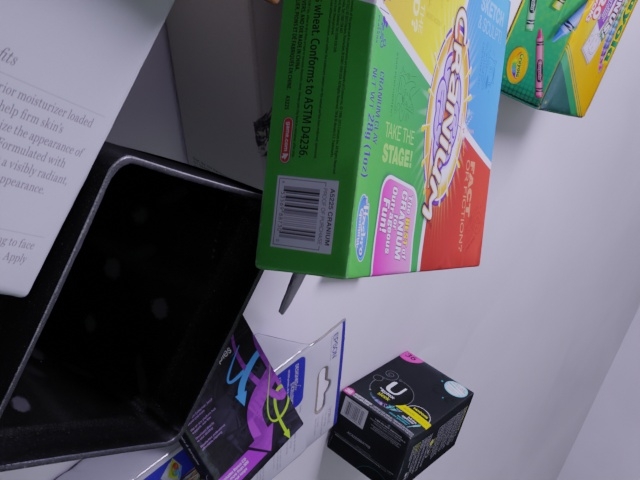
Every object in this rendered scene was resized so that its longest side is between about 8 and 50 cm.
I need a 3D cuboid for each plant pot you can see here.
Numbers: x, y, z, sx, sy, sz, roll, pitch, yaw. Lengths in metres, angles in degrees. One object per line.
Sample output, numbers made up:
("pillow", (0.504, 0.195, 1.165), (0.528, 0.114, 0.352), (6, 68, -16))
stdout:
("plant pot", (-0.163, 0.013, 0.595), (0.188, 0.167, 0.188), (12, 106, -63))

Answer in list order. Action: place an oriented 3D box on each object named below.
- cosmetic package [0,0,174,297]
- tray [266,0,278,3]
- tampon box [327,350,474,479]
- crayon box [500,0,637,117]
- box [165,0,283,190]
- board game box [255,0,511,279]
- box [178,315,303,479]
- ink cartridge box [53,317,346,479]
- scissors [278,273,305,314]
("cosmetic package", (-0.193, -0.093, 0.432), (0.184, 0.151, 0.151), (-62, 155, 3))
("tray", (-0.174, -0.220, 0.324), (0.076, 0.202, 0.411), (-62, 151, 5))
("tampon box", (0.110, 0.244, 1.295), (0.161, 0.120, 0.102), (-23, 136, -48))
("crayon box", (0.326, -0.299, 1.173), (0.165, 0.081, 0.279), (-4, 120, -56))
("box", (-0.044, -0.146, 0.711), (0.113, 0.094, 0.275), (-42, 148, -31))
("board game box", (0.063, -0.098, 0.705), (0.316, 0.064, 0.242), (-1, 98, -66))
("box", (-0.093, 0.146, 0.888), (0.116, 0.029, 0.162), (-42, 113, -36))
("ink cartridge box", (-0.116, 0.221, 0.974), (0.371, 0.069, 0.176), (-32, 140, -37))
("scissors", (0.000, 0.000, 0.863), (0.109, 0.021, 0.297), (-48, 169, -16))
